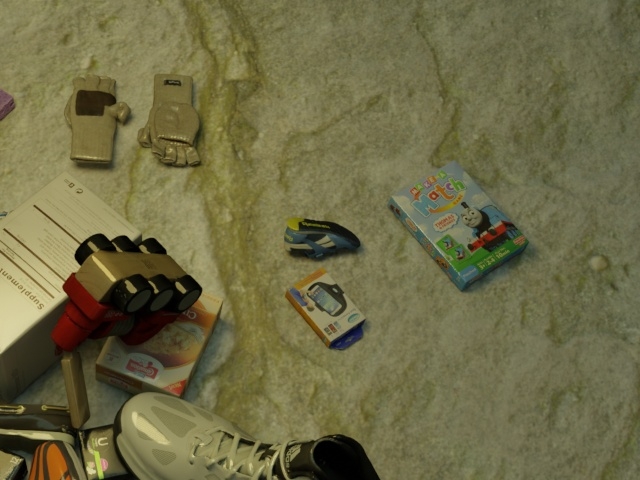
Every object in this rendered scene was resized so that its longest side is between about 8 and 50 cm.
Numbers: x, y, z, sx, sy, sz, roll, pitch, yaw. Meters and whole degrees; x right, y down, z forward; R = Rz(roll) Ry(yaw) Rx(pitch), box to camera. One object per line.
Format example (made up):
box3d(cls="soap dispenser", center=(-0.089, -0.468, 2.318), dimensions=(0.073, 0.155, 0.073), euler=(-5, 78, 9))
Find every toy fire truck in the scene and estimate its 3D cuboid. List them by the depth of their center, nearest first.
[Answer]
box3d(cls="toy fire truck", center=(-0.311, 0.134, 1.658), dimensions=(0.158, 0.217, 0.246), euler=(44, 104, 18))

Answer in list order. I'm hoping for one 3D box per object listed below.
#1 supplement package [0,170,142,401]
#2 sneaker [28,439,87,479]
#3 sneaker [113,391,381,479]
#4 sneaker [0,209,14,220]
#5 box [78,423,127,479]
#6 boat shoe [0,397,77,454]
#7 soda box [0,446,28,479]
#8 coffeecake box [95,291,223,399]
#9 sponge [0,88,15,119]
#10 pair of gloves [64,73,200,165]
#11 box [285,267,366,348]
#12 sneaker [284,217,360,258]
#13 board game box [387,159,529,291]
box3d(cls="supplement package", center=(-0.441, 0.070, 1.731), dimensions=(0.175, 0.177, 0.293), euler=(38, 60, 14))
box3d(cls="sneaker", center=(-0.418, 0.421, 1.522), dimensions=(0.180, 0.124, 0.321), euler=(13, 53, -32))
box3d(cls="sneaker", center=(-0.081, 0.307, 1.593), dimensions=(0.447, 0.257, 0.169), euler=(31, 44, 6))
box3d(cls="sneaker", center=(-0.531, -0.024, 1.830), dimensions=(0.211, 0.080, 0.081), euler=(-20, 66, -22))
box3d(cls="box", center=(-0.327, 0.327, 1.671), dimensions=(0.062, 0.052, 0.083), euler=(-10, 60, -16))
box3d(cls="boat shoe", center=(-0.479, 0.271, 1.663), dimensions=(0.228, 0.081, 0.068), euler=(11, 54, -13))
box3d(cls="soda box", center=(-0.487, 0.385, 1.599), dimensions=(0.053, 0.060, 0.169), euler=(22, 57, 4))
box3d(cls="coffeecake box", center=(-0.257, 0.158, 1.778), dimensions=(0.142, 0.068, 0.185), euler=(21, 58, 2))
box3d(cls="sponge", center=(-0.649, -0.207, 1.949), dimensions=(0.117, 0.031, 0.210), euler=(31, 59, 10))
box3d(cls="pair of gloves", center=(-0.340, -0.217, 2.010), dimensions=(0.240, 0.042, 0.204), euler=(-3, 56, -15))
box3d(cls="box", center=(0.013, 0.118, 1.880), dimensions=(0.081, 0.028, 0.136), euler=(-32, 68, -26))
box3d(cls="sneaker", center=(0.000, 0.000, 1.939), dimensions=(0.144, 0.059, 0.053), euler=(10, 24, -23))
box3d(cls="board game box", center=(0.248, -0.030, 2.010), dimensions=(0.160, 0.039, 0.211), euler=(-30, 68, -25))
